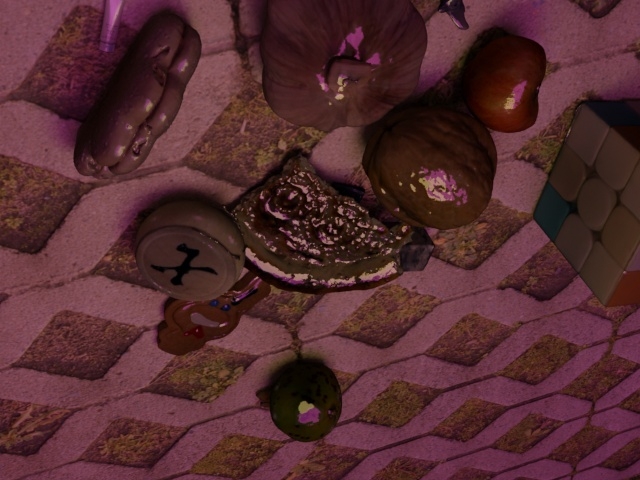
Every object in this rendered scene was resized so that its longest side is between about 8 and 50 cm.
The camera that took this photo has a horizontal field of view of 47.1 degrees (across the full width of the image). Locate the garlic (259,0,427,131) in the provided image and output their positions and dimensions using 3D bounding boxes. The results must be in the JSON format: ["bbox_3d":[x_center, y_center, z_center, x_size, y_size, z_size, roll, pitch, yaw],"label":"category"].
[{"bbox_3d":[0.039,-0.333,1.276,0.322,0.241,0.322,-29,151,-18],"label":"garlic"}]

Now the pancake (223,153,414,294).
[{"bbox_3d":[-0.004,0.003,1.590,0.427,0.067,0.305,29,119,-20],"label":"pancake"}]

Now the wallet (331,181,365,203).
[{"bbox_3d":[0.038,-0.070,1.639,0.088,0.026,0.129,10,126,-29],"label":"wallet"}]

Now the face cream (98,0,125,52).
[{"bbox_3d":[-0.346,-0.368,1.218,0.038,0.020,0.115,6,125,-25],"label":"face cream"}]

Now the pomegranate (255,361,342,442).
[{"bbox_3d":[-0.057,0.425,1.961,0.263,0.211,0.211,5,150,38],"label":"pomegranate"}]

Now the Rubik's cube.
[{"bbox_3d":[0.759,-0.092,1.683,0.344,0.346,0.347,-4,132,-18],"label":"Rubik's cube"}]

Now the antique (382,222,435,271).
[{"bbox_3d":[0.173,0.016,1.730,0.183,0.088,0.086,0,132,-21],"label":"antique"}]

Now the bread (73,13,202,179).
[{"bbox_3d":[-0.318,-0.223,1.255,0.102,0.183,0.337,28,116,-29],"label":"bread"}]

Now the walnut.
[{"bbox_3d":[0.229,-0.151,1.500,0.283,0.227,0.283,-6,121,-11],"label":"walnut"}]

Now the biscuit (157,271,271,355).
[{"bbox_3d":[-0.254,0.167,1.732,0.320,0.047,0.183,-27,138,2],"label":"biscuit"}]

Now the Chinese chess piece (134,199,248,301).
[{"bbox_3d":[-0.267,0.022,1.511,0.238,0.092,0.238,4,130,5],"label":"Chinese chess piece"}]

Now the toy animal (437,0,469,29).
[{"bbox_3d":[0.212,-0.550,1.234,0.206,0.081,0.367,3,122,-19],"label":"toy animal"}]

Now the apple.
[{"bbox_3d":[0.366,-0.305,1.451,0.160,0.173,0.195,-15,131,-12],"label":"apple"}]
